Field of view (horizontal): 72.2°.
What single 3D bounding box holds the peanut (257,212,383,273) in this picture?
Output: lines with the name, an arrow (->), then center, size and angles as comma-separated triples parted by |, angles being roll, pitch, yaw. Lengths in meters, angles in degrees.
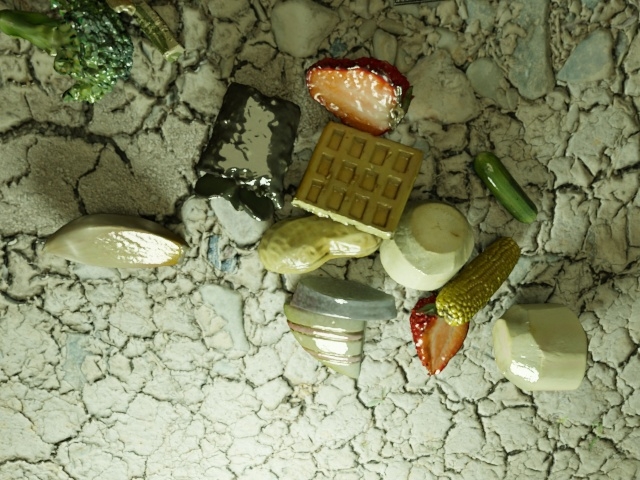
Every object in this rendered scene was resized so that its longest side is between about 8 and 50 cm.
peanut -> 0.000, 0.000, 1.051 | 0.306, 0.147, 0.146 | -16, 106, 0

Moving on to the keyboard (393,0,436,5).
keyboard -> 0.259, -0.570, 0.981 | 0.198, 0.010, 0.063 | -8, 108, -2

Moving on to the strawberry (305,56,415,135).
strawberry -> 0.091, -0.347, 0.978 | 0.237, 0.190, 0.111 | 25, 62, 1

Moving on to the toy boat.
toy boat -> 0.031, 0.221, 1.140 | 0.276, 0.111, 0.293 | 23, 113, -3

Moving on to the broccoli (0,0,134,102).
broccoli -> -0.519, -0.389, 0.913 | 0.275, 0.177, 0.198 | 0, 117, 17

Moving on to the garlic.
garlic -> -0.471, 0.000, 1.035 | 0.319, 0.112, 0.143 | 9, 128, -13

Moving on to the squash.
squash -> 0.460, -0.130, 1.091 | 0.066, 0.066, 0.229 | -44, 105, 8

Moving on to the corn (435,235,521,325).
corn -> 0.385, 0.104, 1.081 | 0.310, 0.101, 0.101 | -37, 108, -28

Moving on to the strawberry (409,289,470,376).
strawberry -> 0.316, 0.240, 1.171 | 0.175, 0.098, 0.228 | -19, 117, -14

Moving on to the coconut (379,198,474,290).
coconut -> 0.247, 0.016, 1.048 | 0.202, 0.222, 0.202 | 2, 67, -4

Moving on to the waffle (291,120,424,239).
waffle -> 0.085, -0.141, 0.989 | 0.248, 0.055, 0.221 | 20, 75, 8

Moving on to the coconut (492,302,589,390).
coconut -> 0.575, 0.276, 1.133 | 0.242, 0.241, 0.241 | -1, 106, -4

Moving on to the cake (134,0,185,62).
cake -> -0.354, -0.456, 0.961 | 0.051, 0.055, 0.140 | -37, 87, 8

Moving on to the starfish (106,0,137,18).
starfish -> -0.415, -0.500, 0.818 | 0.433, 0.323, 0.082 | 6, 128, -2

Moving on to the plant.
plant -> -0.154, -0.194, 0.967 | 0.199, 0.188, 0.275 | 16, 102, -12
